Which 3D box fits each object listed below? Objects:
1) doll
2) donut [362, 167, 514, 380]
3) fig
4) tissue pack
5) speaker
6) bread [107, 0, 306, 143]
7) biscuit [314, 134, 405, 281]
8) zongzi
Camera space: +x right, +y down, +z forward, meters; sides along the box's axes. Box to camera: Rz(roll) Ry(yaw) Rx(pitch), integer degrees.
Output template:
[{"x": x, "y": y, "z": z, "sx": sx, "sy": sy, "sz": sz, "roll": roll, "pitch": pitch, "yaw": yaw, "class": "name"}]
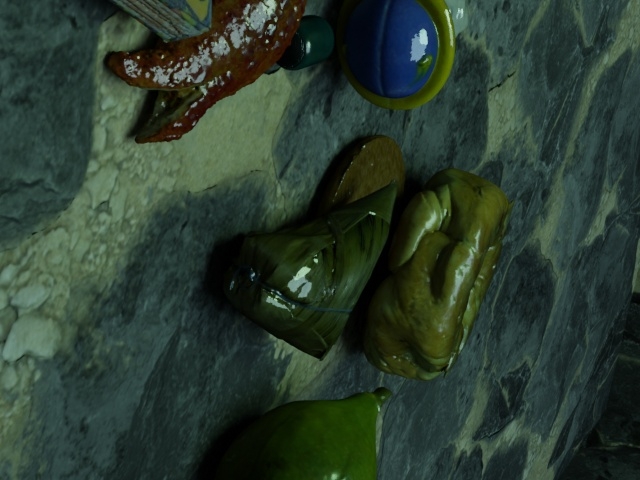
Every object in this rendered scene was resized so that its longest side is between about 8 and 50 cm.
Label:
[{"x": 0.126, "y": -0.320, "z": 1.533, "sx": 0.242, "sy": 0.160, "sz": 0.311, "roll": -36, "pitch": 135, "yaw": -48, "class": "doll"}, {"x": 0.183, "y": 0.062, "z": 1.876, "sx": 0.360, "sy": 0.170, "sz": 0.360, "roll": 21, "pitch": 90, "yaw": -76, "class": "donut"}, {"x": -0.020, "y": 0.337, "z": 1.650, "sx": 0.314, "sy": 0.233, "sz": 0.233, "roll": -34, "pitch": 138, "yaw": -66, "class": "fig"}, {"x": -0.159, "y": -0.264, "z": 1.091, "sx": 0.148, "sy": 0.060, "sz": 0.108, "roll": 25, "pitch": 60, "yaw": -64, "class": "tissue pack"}, {"x": -0.030, "y": -0.255, "z": 1.404, "sx": 0.075, "sy": 0.060, "sz": 0.094, "roll": -30, "pitch": 98, "yaw": -54, "class": "speaker"}, {"x": -0.105, "y": -0.210, "z": 1.229, "sx": 0.269, "sy": 0.095, "sz": 0.139, "roll": -51, "pitch": 141, "yaw": -27, "class": "bread"}, {"x": 0.054, "y": -0.035, "z": 1.731, "sx": 0.262, "sy": 0.037, "sz": 0.262, "roll": -42, "pitch": 143, "yaw": -44, "class": "biscuit"}, {"x": 0.000, "y": 0.000, "z": 1.515, "sx": 0.274, "sy": 0.125, "sz": 0.251, "roll": -57, "pitch": 155, "yaw": -5, "class": "zongzi"}]
